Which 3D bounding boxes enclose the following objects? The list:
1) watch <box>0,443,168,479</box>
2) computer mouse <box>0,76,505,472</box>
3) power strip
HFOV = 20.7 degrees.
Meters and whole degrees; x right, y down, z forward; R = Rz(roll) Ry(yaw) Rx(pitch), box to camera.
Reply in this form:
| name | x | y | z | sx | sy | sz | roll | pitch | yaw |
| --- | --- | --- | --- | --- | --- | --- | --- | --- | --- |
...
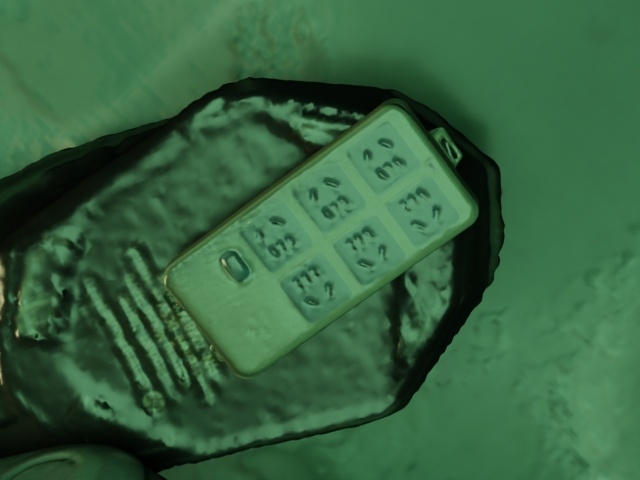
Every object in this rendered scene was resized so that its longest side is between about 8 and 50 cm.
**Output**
| name | x | y | z | sx | sy | sz | roll | pitch | yaw |
| --- | --- | --- | --- | --- | --- | --- | --- | --- | --- |
| watch | -0.086 | 0.157 | 0.531 | 0.206 | 0.068 | 0.193 | -17 | 117 | 15 |
| computer mouse | -0.036 | 0.012 | 0.524 | 0.192 | 0.062 | 0.106 | -22 | 100 | 12 |
| power strip | 0.000 | 0.000 | 0.477 | 0.090 | 0.016 | 0.040 | -36 | 97 | 10 |
